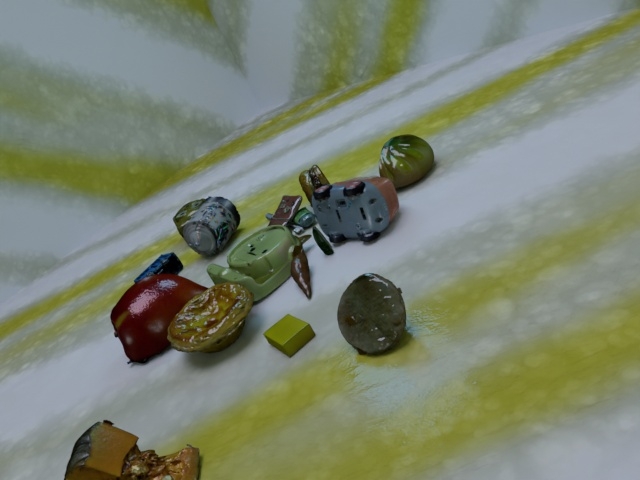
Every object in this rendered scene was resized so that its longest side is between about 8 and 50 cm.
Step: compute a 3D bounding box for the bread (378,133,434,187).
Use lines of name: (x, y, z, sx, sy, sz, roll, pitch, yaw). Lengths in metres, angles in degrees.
bread: (0.324, -0.302, 2.140, 0.156, 0.158, 0.261, -7, 34, 32)

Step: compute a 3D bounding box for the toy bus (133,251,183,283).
toy bus: (-0.660, 0.135, 2.399, 0.106, 0.090, 0.185, -7, 32, 43)

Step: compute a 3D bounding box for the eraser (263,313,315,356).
eraser: (-0.087, 0.258, 1.613, 0.097, 0.045, 0.122, -39, 25, -22)

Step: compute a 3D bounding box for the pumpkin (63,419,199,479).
pumpkin: (-0.435, 0.501, 1.329, 0.280, 0.190, 0.139, -22, 24, 13)

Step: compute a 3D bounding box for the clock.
clock: (-0.199, 0.059, 2.028, 0.348, 0.117, 0.286, -40, 27, -24)

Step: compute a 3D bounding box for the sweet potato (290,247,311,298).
sweet potato: (-0.062, 0.114, 1.852, 0.068, 0.068, 0.226, -24, 38, 10)

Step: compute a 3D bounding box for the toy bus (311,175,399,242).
toy bus: (0.126, -0.125, 1.969, 0.287, 0.194, 0.232, -3, 27, 44)

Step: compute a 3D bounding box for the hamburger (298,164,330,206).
hamburger: (-0.023, -0.210, 2.317, 0.113, 0.177, 0.185, -35, 52, 2)

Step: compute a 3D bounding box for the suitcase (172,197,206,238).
suitcase: (-0.571, -0.097, 2.689, 0.194, 0.143, 0.235, -32, 25, -9)

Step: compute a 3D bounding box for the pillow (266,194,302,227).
pillow: (-0.156, -0.081, 2.290, 0.126, 0.043, 0.232, 1, 55, 53)

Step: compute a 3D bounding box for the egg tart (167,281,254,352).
egg tart: (-0.323, 0.251, 1.784, 0.295, 0.116, 0.295, -22, 27, 12)

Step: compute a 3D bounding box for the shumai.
shumai: (0.138, 0.182, 1.452, 0.201, 0.201, 0.120, -10, -10, 35)

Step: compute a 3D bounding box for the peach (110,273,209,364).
peach: (-0.543, 0.223, 1.970, 0.361, 0.201, 0.258, -34, 24, -13)

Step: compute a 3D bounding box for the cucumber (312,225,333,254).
cucumber: (0.000, 0.000, 1.948, 0.035, 0.107, 0.067, -34, 25, 8)

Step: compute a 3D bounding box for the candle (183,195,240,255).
candle: (-0.462, -0.036, 2.409, 0.187, 0.187, 0.330, -14, 29, 28)

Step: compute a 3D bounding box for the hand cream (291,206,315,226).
hand cream: (-0.071, -0.092, 2.272, 0.095, 0.046, 0.175, -37, 24, -8)

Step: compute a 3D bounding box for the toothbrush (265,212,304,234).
toothbrush: (-0.146, -0.070, 2.337, 0.030, 0.025, 0.342, -40, 27, -13)
